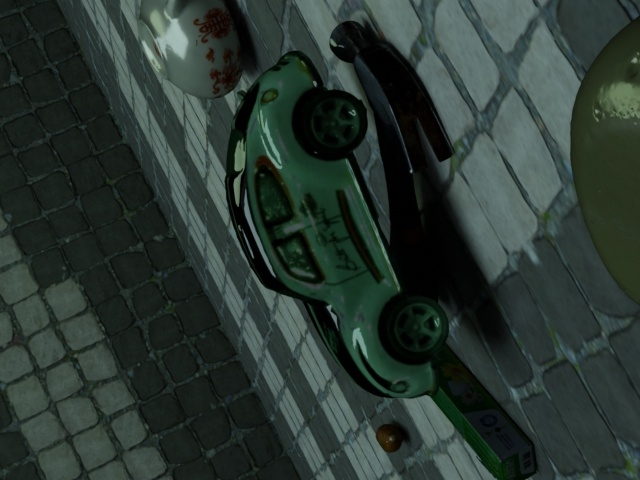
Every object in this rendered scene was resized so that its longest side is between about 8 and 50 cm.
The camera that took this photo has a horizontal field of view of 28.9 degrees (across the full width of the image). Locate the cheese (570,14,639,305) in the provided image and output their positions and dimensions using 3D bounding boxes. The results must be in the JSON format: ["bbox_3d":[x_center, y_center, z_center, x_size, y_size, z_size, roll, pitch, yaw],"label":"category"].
[{"bbox_3d":[0.174,-0.020,0.504,0.175,0.091,0.202,68,169,-21],"label":"cheese"}]

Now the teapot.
[{"bbox_3d":[-0.143,-0.241,1.397,0.245,0.116,0.159,129,126,-70],"label":"teapot"}]

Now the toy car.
[{"bbox_3d":[0.000,0.000,1.018,0.136,0.125,0.305,-169,58,-77],"label":"toy car"}]

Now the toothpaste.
[{"bbox_3d":[0.136,0.153,1.146,0.178,0.037,0.043,50,158,49],"label":"toothpaste"}]

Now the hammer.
[{"bbox_3d":[0.071,-0.033,1.036,0.137,0.037,0.290,54,164,45],"label":"hammer"}]

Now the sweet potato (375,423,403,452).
[{"bbox_3d":[0.086,0.246,1.553,0.095,0.034,0.034,-167,52,-87],"label":"sweet potato"}]

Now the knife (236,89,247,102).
[{"bbox_3d":[-0.041,-0.118,1.380,0.293,0.020,0.043,46,160,59],"label":"knife"}]
